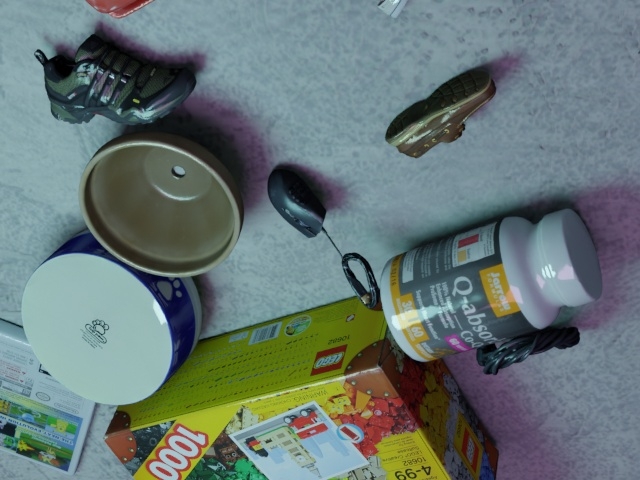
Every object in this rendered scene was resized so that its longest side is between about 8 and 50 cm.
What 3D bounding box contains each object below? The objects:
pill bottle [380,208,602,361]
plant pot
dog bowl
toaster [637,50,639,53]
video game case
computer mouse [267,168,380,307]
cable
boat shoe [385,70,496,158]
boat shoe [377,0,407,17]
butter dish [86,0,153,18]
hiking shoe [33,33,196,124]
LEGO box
[{"bbox_3d":[0.236,0.060,1.757,0.278,0.162,0.162,-20,120,28],"label":"pill bottle"},{"bbox_3d":[-0.215,-0.071,1.807,0.237,0.110,0.237,8,129,10],"label":"plant pot"},{"bbox_3d":[-0.322,0.117,1.944,0.265,0.104,0.265,9,117,17],"label":"dog bowl"},{"bbox_3d":[0.503,-0.217,1.504,0.168,0.110,0.186,33,128,-11],"label":"toaster"},{"bbox_3d":[-0.553,0.257,2.200,0.329,0.036,0.300,21,129,-3],"label":"video game case"},{"bbox_3d":[0.000,0.000,1.788,0.242,0.041,0.071,51,139,8],"label":"computer mouse"},{"bbox_3d":[0.301,0.156,1.809,0.150,0.184,0.047,-13,84,-1],"label":"cable"},{"bbox_3d":[0.166,-0.164,1.668,0.060,0.064,0.178,40,133,-23],"label":"boat shoe"},{"bbox_3d":[0.101,-0.323,1.576,0.035,0.035,0.100,25,136,-9],"label":"boat shoe"},{"bbox_3d":[-0.266,-0.351,1.595,0.160,0.118,0.160,-23,118,29],"label":"butter dish"},{"bbox_3d":[-0.283,-0.222,1.721,0.227,0.086,0.114,-4,129,18],"label":"hiking shoe"},{"bbox_3d":[-0.025,0.323,2.010,0.500,0.193,0.372,-18,120,26],"label":"LEGO box"}]
